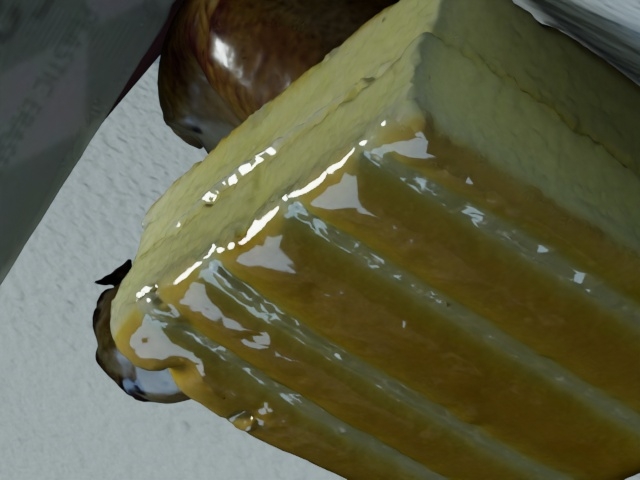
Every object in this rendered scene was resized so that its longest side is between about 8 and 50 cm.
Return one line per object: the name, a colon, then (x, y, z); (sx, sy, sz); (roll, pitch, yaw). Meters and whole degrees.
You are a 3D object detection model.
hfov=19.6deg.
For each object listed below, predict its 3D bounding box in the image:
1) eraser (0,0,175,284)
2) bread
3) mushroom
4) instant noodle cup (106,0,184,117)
eraser: (-0.239, -0.062, 0.970); (0.213, 0.397, 0.082); (31, 180, -8)
bread: (0.066, 0.024, 0.812); (0.246, 0.111, 0.239); (31, 139, -23)
mushroom: (0.028, -0.023, 0.992); (0.267, 0.254, 0.267); (10, -164, -3)
instant noodle cup: (-0.190, -0.159, 1.135); (0.235, 0.178, 0.235); (34, 180, 0)
